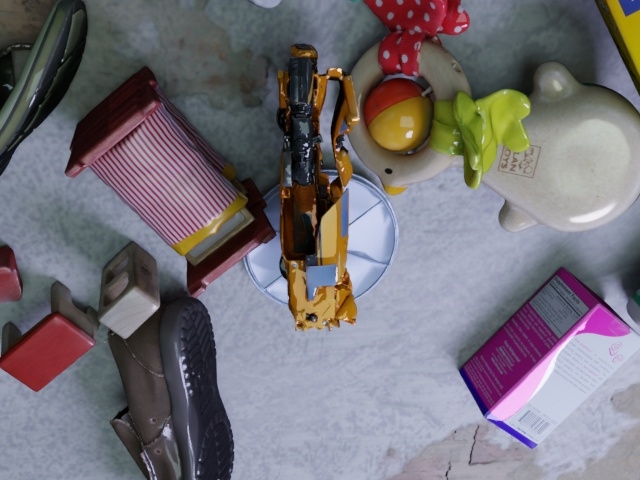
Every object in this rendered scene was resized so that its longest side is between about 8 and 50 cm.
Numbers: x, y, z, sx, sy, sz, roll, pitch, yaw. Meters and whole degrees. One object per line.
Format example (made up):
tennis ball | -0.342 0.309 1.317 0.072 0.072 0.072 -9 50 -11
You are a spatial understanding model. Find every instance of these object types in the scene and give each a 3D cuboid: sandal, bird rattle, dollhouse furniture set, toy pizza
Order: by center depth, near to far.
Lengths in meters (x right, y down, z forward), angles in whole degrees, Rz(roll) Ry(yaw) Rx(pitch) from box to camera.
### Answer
sandal | -0.343 -0.131 0.812 0.086 0.120 0.302 38 104 -12
bird rattle | 0.100 -0.161 0.865 0.207 0.143 0.253 -36 86 38
dollhouse furniture set | -0.256 0.012 0.877 0.374 0.152 0.201 -39 118 8
toy pizza | 0.000 0.000 1.000 0.202 0.032 0.201 -5 118 -9

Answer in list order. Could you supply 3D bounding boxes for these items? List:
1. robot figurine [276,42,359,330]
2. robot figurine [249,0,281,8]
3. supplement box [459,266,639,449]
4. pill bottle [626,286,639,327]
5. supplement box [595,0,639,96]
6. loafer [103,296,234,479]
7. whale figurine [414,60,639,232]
robot figurine | -0.003 -0.062 0.845 0.085 0.211 0.290 -1 101 -1
robot figurine | -0.031 -0.394 0.695 0.300 0.200 0.353 -3 126 -57
supplement box | 0.322 0.166 1.113 0.111 0.114 0.220 36 105 -25
pill bottle | 0.609 0.023 1.055 0.204 0.204 0.361 31 106 -25
supplement box | 0.446 -0.208 0.864 0.194 0.195 0.356 -27 115 22
loafer | -0.200 0.239 1.039 0.130 0.134 0.365 3 109 15
whale figurine | 0.256 -0.117 0.963 0.272 0.141 0.216 11 116 9
